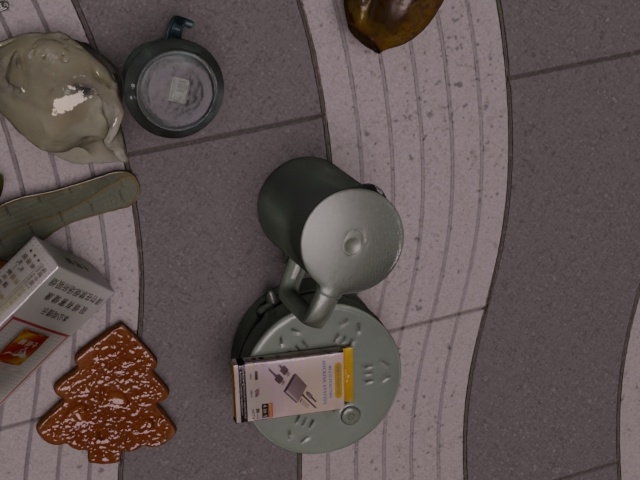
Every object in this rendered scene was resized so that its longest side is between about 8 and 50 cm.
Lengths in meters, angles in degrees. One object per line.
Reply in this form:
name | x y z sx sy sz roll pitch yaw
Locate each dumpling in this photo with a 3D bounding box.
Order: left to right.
dumpling | -0.465 -0.247 1.759 0.318 0.187 0.243 22 147 15

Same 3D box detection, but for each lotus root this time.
lotus root | 0.144 -0.495 1.831 0.193 0.193 0.291 23 103 -21

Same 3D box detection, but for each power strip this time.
power strip | -0.018 0.252 2.029 0.357 0.161 0.357 -5 108 -14

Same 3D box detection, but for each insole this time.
insole | -0.510 -0.049 1.861 0.348 0.009 0.119 -21 129 -10

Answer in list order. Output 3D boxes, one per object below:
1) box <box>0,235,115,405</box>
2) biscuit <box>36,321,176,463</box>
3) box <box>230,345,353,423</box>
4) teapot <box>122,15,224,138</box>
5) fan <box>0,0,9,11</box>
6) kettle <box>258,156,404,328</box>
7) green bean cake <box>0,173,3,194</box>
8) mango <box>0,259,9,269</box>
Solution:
box | -0.568 0.160 1.825 0.330 0.095 0.210 -43 156 2
biscuit | -0.422 0.310 2.000 0.284 0.043 0.306 7 103 -16
box | -0.051 0.280 1.925 0.247 0.033 0.129 -6 107 -13
teapot | -0.269 -0.297 1.751 0.171 0.225 0.203 16 101 -22
fan | -0.648 -0.366 1.738 0.220 0.009 0.132 -32 115 -3
kettle | -0.006 -0.014 1.858 0.265 0.318 0.205 -39 113 -5
green bean cake | -0.714 -0.101 1.743 0.233 0.124 0.236 -42 113 0
mango | -0.626 0.086 1.850 0.159 0.084 0.105 -32 121 -25
